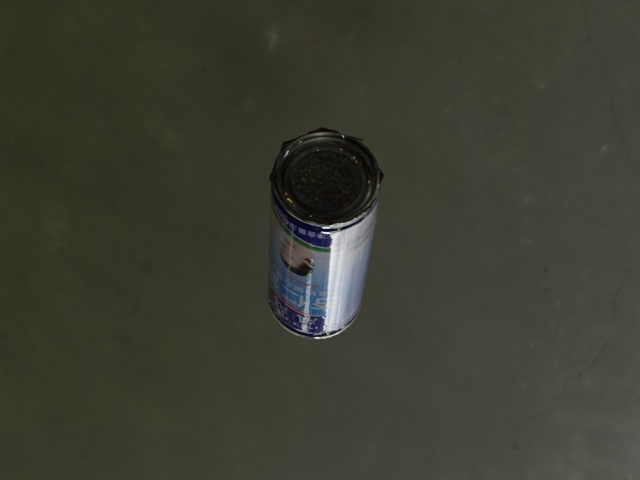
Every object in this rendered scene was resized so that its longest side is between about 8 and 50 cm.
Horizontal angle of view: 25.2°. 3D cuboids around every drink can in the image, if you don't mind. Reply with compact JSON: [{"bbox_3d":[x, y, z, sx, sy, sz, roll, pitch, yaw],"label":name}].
[{"bbox_3d":[0.000,0.000,1.288,0.097,0.097,0.235,30,156,12],"label":"drink can"}]
